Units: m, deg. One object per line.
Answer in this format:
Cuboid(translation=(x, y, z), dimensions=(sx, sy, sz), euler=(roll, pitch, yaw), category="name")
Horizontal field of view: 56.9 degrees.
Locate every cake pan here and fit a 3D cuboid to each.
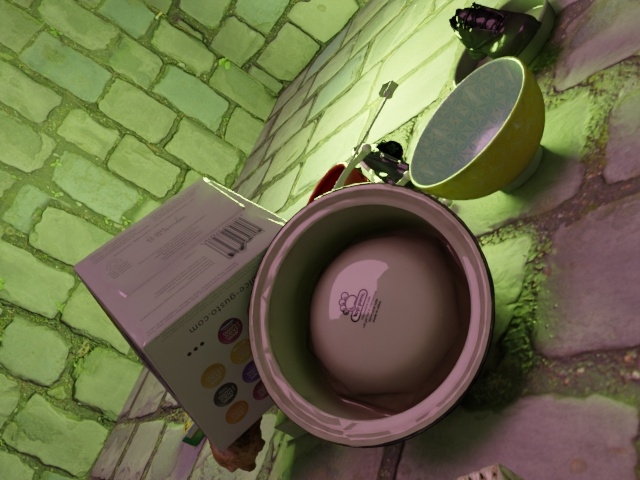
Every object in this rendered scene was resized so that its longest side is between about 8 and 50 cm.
Cuboid(translation=(0.439, -0.467, 1.416), dimensions=(0.293, 0.054, 0.293), euler=(-48, 22, 26), category="cake pan")

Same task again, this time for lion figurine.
Cuboid(translation=(-0.129, 0.305, 1.311), dimensions=(0.392, 0.142, 0.240), euler=(-57, 25, -18), category="lion figurine")

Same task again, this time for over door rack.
Cuboid(translation=(0.187, -0.170, 1.294), dimensions=(0.324, 0.239, 0.108), euler=(-64, 18, -16), category="over door rack")

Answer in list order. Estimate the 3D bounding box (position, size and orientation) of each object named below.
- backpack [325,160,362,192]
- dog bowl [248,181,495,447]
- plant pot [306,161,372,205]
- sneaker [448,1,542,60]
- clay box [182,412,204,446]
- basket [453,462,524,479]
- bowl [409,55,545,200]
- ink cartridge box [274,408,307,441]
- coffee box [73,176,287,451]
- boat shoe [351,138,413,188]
Cuboid(translation=(0.060, -0.196, 1.874), dimensions=(0.105, 0.084, 0.114), euler=(-62, 17, -17), category="backpack")
Cuboid(translation=(0.091, 0.120, 0.964), dimensions=(0.408, 0.150, 0.408), euler=(-8, 73, 26), category="dog bowl")
Cuboid(translation=(0.077, -0.078, 1.518), dimensions=(0.191, 0.174, 0.191), euler=(-48, 22, 26), category="plant pot")
Cuboid(translation=(0.369, -0.465, 1.305), dimensions=(0.109, 0.130, 0.286), euler=(-55, 21, 4), category="sneaker")
Cuboid(translation=(-0.382, 0.532, 1.886), dimensions=(0.127, 0.053, 0.222), euler=(-53, 21, 12), category="clay box")
Cuboid(translation=(0.203, 0.328, 0.623), dimensions=(0.103, 0.167, 0.113), euler=(-41, 25, 28), category="basket")
Cuboid(translation=(0.320, -0.179, 1.112), dimensions=(0.289, 0.156, 0.289), euler=(-48, 21, 25), category="bowl")
Cuboid(translation=(-0.040, 0.364, 1.300), dimensions=(0.181, 0.061, 0.104), euler=(-41, 24, 42), category="ink cartridge box")
Cuboid(translation=(-0.218, 0.133, 1.194), dimensions=(0.337, 0.334, 0.338), euler=(-39, 42, -22), category="coffee box")
Cuboid(translation=(0.175, -0.207, 1.553), dimensions=(0.113, 0.127, 0.340), euler=(-50, 21, 13), category="boat shoe")
